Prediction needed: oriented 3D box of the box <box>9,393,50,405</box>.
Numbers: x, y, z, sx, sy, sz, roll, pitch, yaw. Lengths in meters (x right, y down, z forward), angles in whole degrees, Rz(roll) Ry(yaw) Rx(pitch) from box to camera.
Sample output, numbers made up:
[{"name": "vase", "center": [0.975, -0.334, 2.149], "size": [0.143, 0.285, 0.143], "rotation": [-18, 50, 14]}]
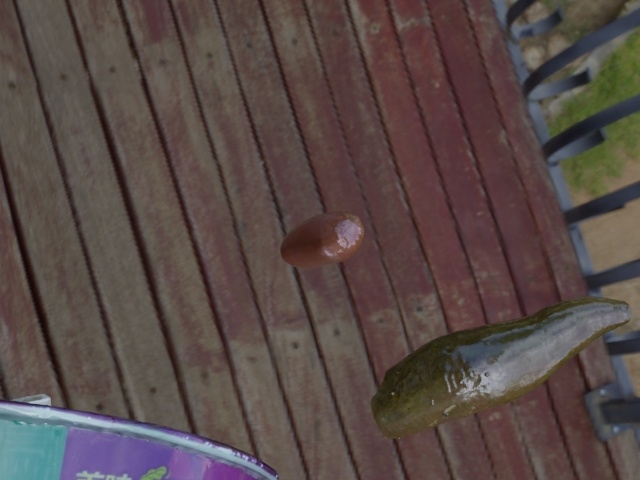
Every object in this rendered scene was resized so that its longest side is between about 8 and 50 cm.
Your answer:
[{"name": "box", "center": [-0.398, 0.239, 1.123], "size": [0.167, 0.024, 0.090], "rotation": [-7, 105, -38]}]

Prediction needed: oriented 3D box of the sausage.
[{"name": "sausage", "center": [0.000, 0.000, 1.337], "size": [0.077, 0.194, 0.077], "rotation": [3, 83, -25]}]

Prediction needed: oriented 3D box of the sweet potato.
[{"name": "sweet potato", "center": [0.148, 0.102, 0.829], "size": [0.243, 0.077, 0.077], "rotation": [-29, 90, 18]}]

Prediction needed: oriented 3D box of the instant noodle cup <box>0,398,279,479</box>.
[{"name": "instant noodle cup", "center": [-0.153, 0.201, 0.478], "size": [0.251, 0.251, 0.190], "rotation": [13, 65, -18]}]
